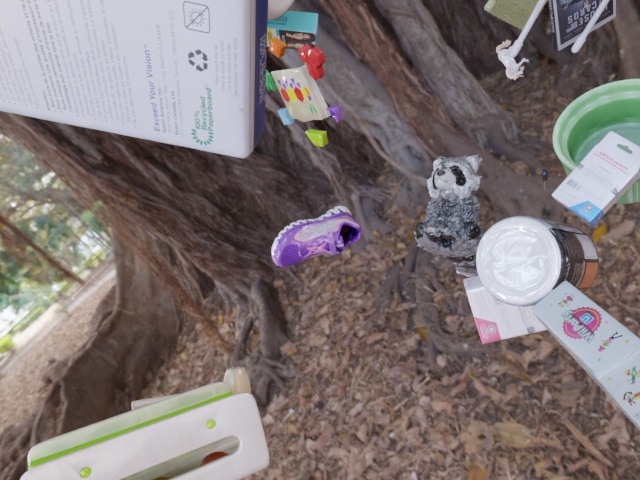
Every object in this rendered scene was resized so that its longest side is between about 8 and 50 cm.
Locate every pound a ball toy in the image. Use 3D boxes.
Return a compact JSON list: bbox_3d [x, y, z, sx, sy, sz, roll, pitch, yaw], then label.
[{"bbox_3d":[-0.212,0.291,0.685,0.319,0.136,0.208,-13,-2,-28],"label":"pound a ball toy"}]

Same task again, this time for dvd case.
[{"bbox_3d":[0.690,-0.650,1.321,0.179,0.239,0.029,-30,44,7],"label":"dvd case"}]

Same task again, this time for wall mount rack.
[{"bbox_3d":[0.553,-0.479,0.983,0.350,0.130,0.304,-12,4,-25],"label":"wall mount rack"}]

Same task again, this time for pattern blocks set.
[{"bbox_3d":[-0.049,-0.369,1.258,0.026,0.285,0.325,-36,36,-19],"label":"pattern blocks set"}]

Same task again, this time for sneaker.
[{"bbox_3d":[0.000,0.000,1.165,0.236,0.095,0.104,-26,40,-24],"label":"sneaker"}]

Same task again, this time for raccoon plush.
[{"bbox_3d":[0.456,-0.091,1.714,0.216,0.446,0.299,8,69,19],"label":"raccoon plush"}]

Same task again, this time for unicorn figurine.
[{"bbox_3d":[0.635,-0.585,1.648,0.111,0.162,0.060,-28,-23,-23],"label":"unicorn figurine"}]

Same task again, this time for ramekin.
[{"bbox_3d":[0.754,-0.237,1.247,0.303,0.148,0.303,-17,52,24],"label":"ramekin"}]

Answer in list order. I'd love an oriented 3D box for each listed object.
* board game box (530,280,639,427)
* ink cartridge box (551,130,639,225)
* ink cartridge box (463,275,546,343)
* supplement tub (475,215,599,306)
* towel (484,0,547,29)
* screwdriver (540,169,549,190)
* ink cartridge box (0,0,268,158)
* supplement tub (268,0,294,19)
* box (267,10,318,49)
[{"bbox_3d":[0.562,0.246,0.941,0.097,0.303,0.224,-43,22,11],"label":"board game box"},{"bbox_3d":[0.616,-0.134,1.095,0.180,0.060,0.104,-52,57,15],"label":"ink cartridge box"},{"bbox_3d":[0.645,0.201,1.658,0.283,0.207,0.117,-17,12,15],"label":"ink cartridge box"},{"bbox_3d":[0.509,0.048,1.145,0.193,0.194,0.316,-28,-22,38],"label":"supplement tub"},{"bbox_3d":[0.458,-0.555,1.152,0.110,0.148,0.027,-62,32,36],"label":"towel"},{"bbox_3d":[0.680,-0.180,1.525,0.024,0.025,0.170,-64,-23,-2],"label":"screwdriver"},{"bbox_3d":[-0.199,-0.235,0.353,0.071,0.330,0.324,-74,-5,-45],"label":"ink cartridge box"},{"bbox_3d":[-0.232,-0.665,1.186,0.324,0.235,0.235,18,51,23],"label":"supplement tub"},{"bbox_3d":[-0.128,-0.585,1.382,0.100,0.244,0.060,85,-169,-82],"label":"box"}]
